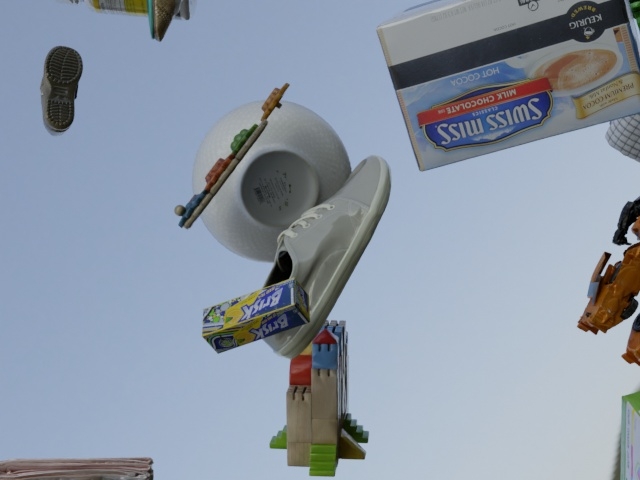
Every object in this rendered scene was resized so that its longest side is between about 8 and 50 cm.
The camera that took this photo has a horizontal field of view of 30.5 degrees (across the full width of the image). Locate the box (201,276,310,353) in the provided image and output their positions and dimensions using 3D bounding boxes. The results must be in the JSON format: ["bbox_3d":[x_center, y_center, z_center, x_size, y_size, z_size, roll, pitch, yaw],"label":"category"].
[{"bbox_3d":[-0.102,0.119,1.854,0.169,0.059,0.054,-20,-46,18],"label":"box"}]

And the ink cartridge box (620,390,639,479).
[{"bbox_3d":[0.483,0.329,1.491,0.097,0.255,0.189,-15,-56,-7],"label":"ink cartridge box"}]

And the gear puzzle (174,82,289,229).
[{"bbox_3d":[-0.165,-0.164,2.191,0.339,0.044,0.175,-53,5,-3],"label":"gear puzzle"}]

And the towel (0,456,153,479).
[{"bbox_3d":[-0.492,0.517,2.351,0.317,0.053,0.332,1,-33,-7],"label":"towel"}]

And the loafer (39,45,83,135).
[{"bbox_3d":[-0.365,-0.207,1.631,0.056,0.148,0.050,16,-36,-20],"label":"loafer"}]

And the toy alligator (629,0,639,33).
[{"bbox_3d":[0.522,-0.422,1.946,0.056,0.190,0.051,-16,-38,29],"label":"toy alligator"}]

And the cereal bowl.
[{"bbox_3d":[-0.091,-0.113,2.380,0.339,0.339,0.141,-51,15,2],"label":"cereal bowl"}]

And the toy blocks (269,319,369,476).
[{"bbox_3d":[-0.001,0.273,2.308,0.381,0.190,0.261,-57,-33,-80],"label":"toy blocks"}]

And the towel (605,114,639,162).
[{"bbox_3d":[0.755,-0.247,2.389,0.235,0.283,0.121,111,-176,-52],"label":"towel"}]

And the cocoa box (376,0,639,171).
[{"bbox_3d":[0.291,-0.270,1.735,0.347,0.228,0.231,-14,13,18],"label":"cocoa box"}]

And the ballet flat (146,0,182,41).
[{"bbox_3d":[-0.222,-0.380,1.667,0.067,0.206,0.073,-7,-15,-14],"label":"ballet flat"}]

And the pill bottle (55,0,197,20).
[{"bbox_3d":[-0.294,-0.400,1.775,0.119,0.208,0.119,6,-90,-89],"label":"pill bottle"}]

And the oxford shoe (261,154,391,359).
[{"bbox_3d":[0.000,0.000,2.041,0.169,0.130,0.449,-39,18,55],"label":"oxford shoe"}]

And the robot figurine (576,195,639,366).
[{"bbox_3d":[0.562,0.057,2.005,0.291,0.211,0.085,-58,11,-18],"label":"robot figurine"}]
